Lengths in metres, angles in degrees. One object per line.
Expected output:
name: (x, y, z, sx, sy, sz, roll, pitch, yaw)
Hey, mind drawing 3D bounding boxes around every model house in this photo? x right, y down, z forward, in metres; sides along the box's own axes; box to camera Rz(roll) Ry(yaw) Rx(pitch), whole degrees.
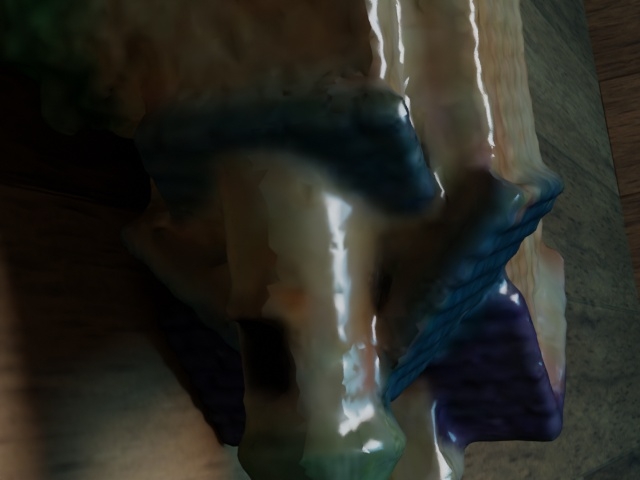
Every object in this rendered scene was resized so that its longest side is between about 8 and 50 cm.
model house: (0.000, 0.000, 0.667, 0.312, 0.245, 0.280, -20, 105, -72)
